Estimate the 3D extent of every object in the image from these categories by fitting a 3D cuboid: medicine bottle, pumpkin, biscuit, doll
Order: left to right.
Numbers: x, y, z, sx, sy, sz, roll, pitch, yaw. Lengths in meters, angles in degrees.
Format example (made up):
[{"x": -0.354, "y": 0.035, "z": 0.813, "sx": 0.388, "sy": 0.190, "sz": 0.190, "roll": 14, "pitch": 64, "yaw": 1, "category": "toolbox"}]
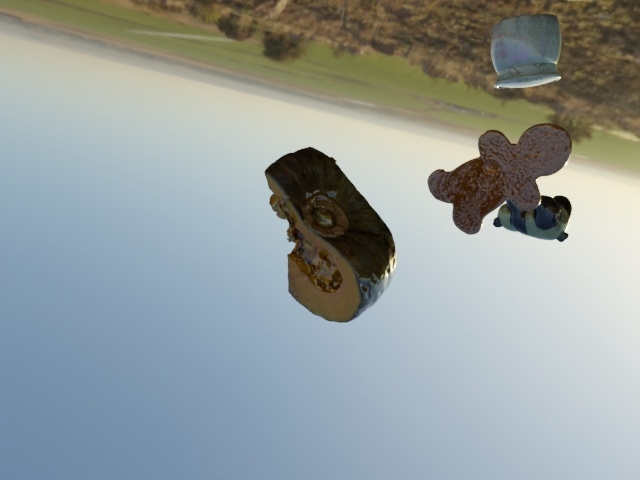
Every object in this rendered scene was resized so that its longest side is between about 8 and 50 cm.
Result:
[{"x": 0.001, "y": -0.001, "z": 0.953, "sx": 0.280, "sy": 0.190, "sz": 0.139, "roll": 51, "pitch": -127, "yaw": 1, "category": "pumpkin"}, {"x": 0.419, "y": -0.150, "z": 1.277, "sx": 0.205, "sy": 0.324, "sz": 0.049, "roll": 56, "pitch": -148, "yaw": 7, "category": "biscuit"}, {"x": 0.454, "y": -0.413, "z": 1.235, "sx": 0.147, "sy": 0.142, "sz": 0.147, "roll": -4, "pitch": -173, "yaw": 0, "category": "medicine bottle"}, {"x": 0.634, "y": -0.076, "z": 1.669, "sx": 0.144, "sy": 0.135, "sz": 0.234, "roll": -1, "pitch": -169, "yaw": -37, "category": "doll"}]
